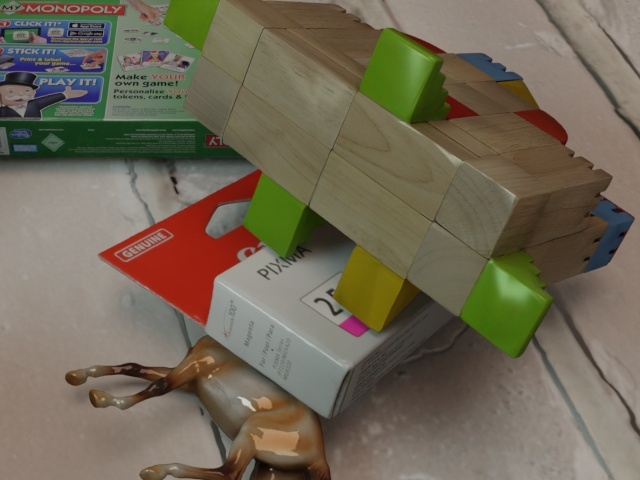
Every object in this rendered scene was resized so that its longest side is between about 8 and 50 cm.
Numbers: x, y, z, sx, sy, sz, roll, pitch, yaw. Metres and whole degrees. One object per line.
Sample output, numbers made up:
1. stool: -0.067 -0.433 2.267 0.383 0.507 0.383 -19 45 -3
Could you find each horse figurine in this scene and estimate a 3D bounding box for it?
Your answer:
1. horse figurine: -0.069 0.130 0.833 0.174 0.066 0.263 -14 42 -29

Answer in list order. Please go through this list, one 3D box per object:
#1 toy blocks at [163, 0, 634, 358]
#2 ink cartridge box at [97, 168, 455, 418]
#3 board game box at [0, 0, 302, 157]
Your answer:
1. toy blocks: 0.087 -0.081 0.898 0.381 0.191 0.261 38 29 27
2. ink cartridge box: 0.000 0.000 0.926 0.239 0.060 0.275 33 39 22
3. board game box: -0.170 -0.162 1.095 0.317 0.046 0.213 0 41 -4
